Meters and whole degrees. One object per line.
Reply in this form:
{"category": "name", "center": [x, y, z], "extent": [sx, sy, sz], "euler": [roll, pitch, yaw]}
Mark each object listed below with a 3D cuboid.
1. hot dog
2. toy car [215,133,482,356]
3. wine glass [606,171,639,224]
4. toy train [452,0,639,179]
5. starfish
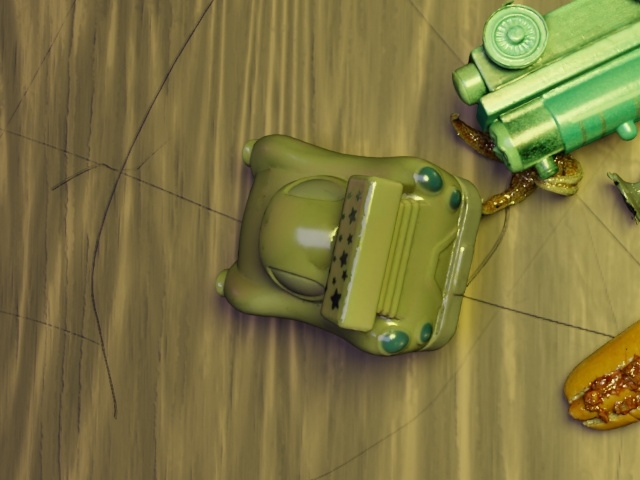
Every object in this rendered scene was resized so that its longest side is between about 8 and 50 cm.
{"category": "hot dog", "center": [0.378, 0.128, 0.893], "extent": [0.249, 0.076, 0.102], "euler": [-34, 69, 23]}
{"category": "toy car", "center": [0.000, 0.000, 0.999], "extent": [0.336, 0.226, 0.242], "euler": [14, 94, 42]}
{"category": "wine glass", "center": [0.401, -0.083, 0.895], "extent": [0.155, 0.072, 0.072], "euler": [-30, 74, 23]}
{"category": "toy train", "center": [0.302, -0.188, 0.885], "extent": [0.298, 0.120, 0.194], "euler": [-25, 82, 5]}
{"category": "starfish", "center": [0.235, -0.128, 0.984], "extent": [0.146, 0.074, 0.190], "euler": [-6, 83, 29]}
